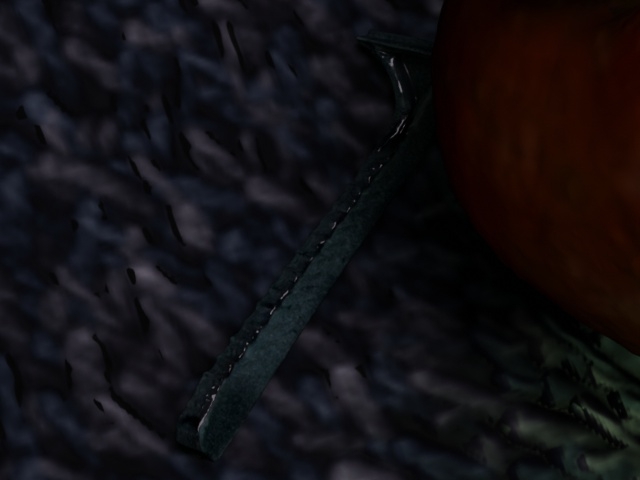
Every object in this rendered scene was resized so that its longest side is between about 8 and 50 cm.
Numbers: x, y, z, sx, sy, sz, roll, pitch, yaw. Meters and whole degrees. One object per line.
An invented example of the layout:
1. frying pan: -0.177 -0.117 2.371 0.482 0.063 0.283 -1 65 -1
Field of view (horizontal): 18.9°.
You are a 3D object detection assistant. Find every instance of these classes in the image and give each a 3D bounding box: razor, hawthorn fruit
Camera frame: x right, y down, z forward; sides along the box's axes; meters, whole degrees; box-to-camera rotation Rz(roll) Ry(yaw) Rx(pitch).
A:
1. razor: 0.003 0.003 0.736 0.066 0.033 0.190 15 65 39
2. hawthorn fruit: 0.160 -0.061 0.637 0.330 0.287 0.287 12 70 -30
